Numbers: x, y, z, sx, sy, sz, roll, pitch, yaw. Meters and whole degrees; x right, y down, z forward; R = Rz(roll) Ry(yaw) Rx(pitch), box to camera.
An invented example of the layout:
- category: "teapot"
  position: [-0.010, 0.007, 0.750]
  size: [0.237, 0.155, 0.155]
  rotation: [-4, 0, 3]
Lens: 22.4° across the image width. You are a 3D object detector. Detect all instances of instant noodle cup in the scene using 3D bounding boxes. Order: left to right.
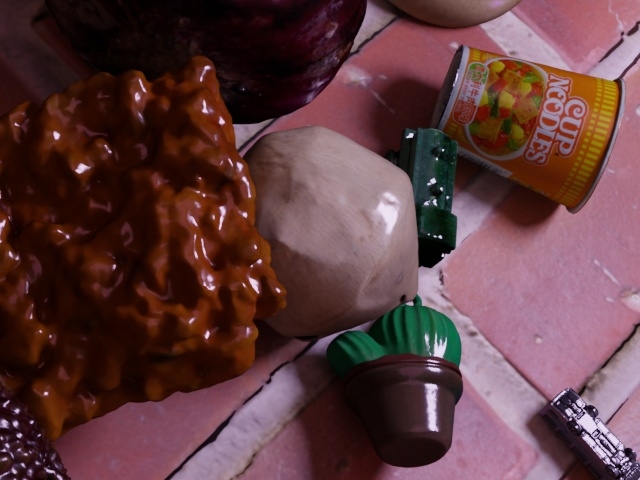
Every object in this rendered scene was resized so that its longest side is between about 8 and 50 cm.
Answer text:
- category: "instant noodle cup"
  position: [0.224, -0.135, 1.804]
  size: [0.185, 0.168, 0.168]
  rotation: [20, 60, -4]

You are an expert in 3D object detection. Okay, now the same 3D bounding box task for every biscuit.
- category: "biscuit"
  position: [-0.204, 0.009, 1.493]
  size: [0.312, 0.110, 0.318]
  rotation: [-18, 75, 4]

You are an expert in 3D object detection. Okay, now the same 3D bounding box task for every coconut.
- category: "coconut"
  position: [0.000, 0.000, 1.610]
  size: [0.224, 0.224, 0.224]
  rotation: [9, 63, -19]

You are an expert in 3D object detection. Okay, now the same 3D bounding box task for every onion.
- category: "onion"
  position: [-0.120, -0.255, 1.647]
  size: [0.336, 0.260, 0.282]
  rotation: [7, 54, 0]

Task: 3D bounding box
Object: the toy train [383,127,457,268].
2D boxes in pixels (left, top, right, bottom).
- category: "toy train"
  position: [0.105, -0.046, 1.728]
  size: [0.071, 0.111, 0.170]
  rotation: [18, 60, -19]

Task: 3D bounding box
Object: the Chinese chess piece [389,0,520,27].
- category: "Chinese chess piece"
  position: [0.153, -0.375, 1.913]
  size: [0.250, 0.097, 0.251]
  rotation: [9, 63, -19]

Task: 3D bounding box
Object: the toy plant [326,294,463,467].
- category: "toy plant"
  position: [0.078, 0.133, 1.640]
  size: [0.142, 0.105, 0.200]
  rotation: [-1, 48, -8]

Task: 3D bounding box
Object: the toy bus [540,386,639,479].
- category: "toy bus"
  position: [0.290, 0.217, 1.713]
  size: [0.037, 0.052, 0.131]
  rotation: [-38, 82, -28]

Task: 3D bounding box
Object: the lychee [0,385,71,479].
- category: "lychee"
  position: [-0.340, 0.231, 1.340]
  size: [0.271, 0.271, 0.271]
  rotation: [9, 63, -19]
